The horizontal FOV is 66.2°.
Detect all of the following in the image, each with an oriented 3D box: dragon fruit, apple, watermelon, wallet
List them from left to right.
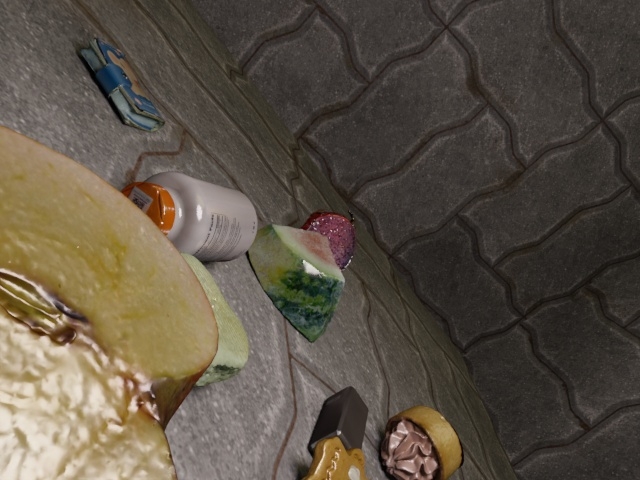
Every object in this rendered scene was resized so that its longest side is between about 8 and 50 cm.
[{"bbox_3d":[-0.241,0.074,0.382,0.328,0.295,0.365,17,-26,53],"label":"apple"},{"bbox_3d":[-0.451,-0.351,1.121,0.202,0.059,0.141,58,7,2],"label":"wallet"},{"bbox_3d":[-0.065,0.097,1.298,0.310,0.193,0.231,44,32,6],"label":"watermelon"},{"bbox_3d":[-0.003,0.003,1.639,0.148,0.218,0.224,16,-74,60],"label":"dragon fruit"}]

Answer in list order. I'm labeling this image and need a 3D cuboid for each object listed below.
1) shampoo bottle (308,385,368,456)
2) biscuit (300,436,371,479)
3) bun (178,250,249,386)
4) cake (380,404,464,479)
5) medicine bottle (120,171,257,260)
[{"bbox_3d":[0.041,0.398,1.022,0.079,0.080,0.246,56,14,-1],"label":"shampoo bottle"},{"bbox_3d":[0.050,0.464,0.855,0.249,0.035,0.184,60,38,-20],"label":"biscuit"},{"bbox_3d":[-0.205,0.128,0.753,0.221,0.108,0.221,55,5,-7],"label":"bun"},{"bbox_3d":[0.236,0.536,1.224,0.178,0.185,0.208,-27,108,-36],"label":"cake"},{"bbox_3d":[-0.242,-0.039,0.901,0.157,0.157,0.288,59,14,12],"label":"medicine bottle"}]
